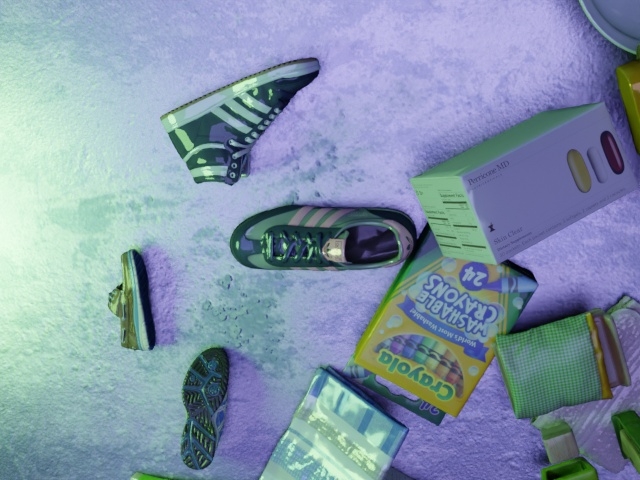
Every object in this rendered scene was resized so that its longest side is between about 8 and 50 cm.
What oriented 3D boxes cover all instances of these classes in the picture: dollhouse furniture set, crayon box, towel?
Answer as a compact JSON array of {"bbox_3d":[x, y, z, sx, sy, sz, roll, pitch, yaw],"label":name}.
[{"bbox_3d":[0.421,0.284,1.664,0.197,0.151,0.302,-19,107,5],"label":"dollhouse furniture set"},{"bbox_3d":[0.197,0.152,1.749,0.203,0.083,0.323,28,103,-2],"label":"crayon box"},{"bbox_3d":[0.010,0.386,1.785,0.209,0.034,0.285,35,103,30],"label":"towel"},{"bbox_3d":[0.513,0.250,1.767,0.187,0.049,0.282,31,102,-3],"label":"towel"}]

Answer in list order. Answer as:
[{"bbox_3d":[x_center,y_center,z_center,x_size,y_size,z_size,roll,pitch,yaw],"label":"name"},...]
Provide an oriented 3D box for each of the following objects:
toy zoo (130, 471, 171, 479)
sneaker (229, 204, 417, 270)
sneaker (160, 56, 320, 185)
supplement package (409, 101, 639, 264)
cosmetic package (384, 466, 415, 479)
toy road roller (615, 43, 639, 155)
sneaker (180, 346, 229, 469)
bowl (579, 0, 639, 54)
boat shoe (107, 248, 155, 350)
[{"bbox_3d":[-0.210,0.540,1.854,0.293,0.030,0.192,11,103,14],"label":"toy zoo"},{"bbox_3d":[0.000,0.000,1.705,0.318,0.131,0.112,-6,102,5],"label":"sneaker"},{"bbox_3d":[-0.109,-0.187,1.687,0.282,0.099,0.153,-21,95,15],"label":"sneaker"},{"bbox_3d":[0.308,-0.089,1.589,0.261,0.204,0.145,-28,99,-13],"label":"supplement package"},{"bbox_3d":[0.137,0.482,1.823,0.231,0.085,0.117,28,102,-4],"label":"cosmetic package"},{"bbox_3d":[0.563,-0.181,1.559,0.202,0.241,0.330,-19,114,7],"label":"toy road roller"},{"bbox_3d":[-0.204,0.291,1.812,0.080,0.081,0.211,11,85,3],"label":"sneaker"},{"bbox_3d":[0.523,-0.428,1.579,0.297,0.134,0.298,1,102,3],"label":"bowl"},{"bbox_3d":[-0.332,0.106,1.782,0.066,0.066,0.183,-4,102,6],"label":"boat shoe"}]
